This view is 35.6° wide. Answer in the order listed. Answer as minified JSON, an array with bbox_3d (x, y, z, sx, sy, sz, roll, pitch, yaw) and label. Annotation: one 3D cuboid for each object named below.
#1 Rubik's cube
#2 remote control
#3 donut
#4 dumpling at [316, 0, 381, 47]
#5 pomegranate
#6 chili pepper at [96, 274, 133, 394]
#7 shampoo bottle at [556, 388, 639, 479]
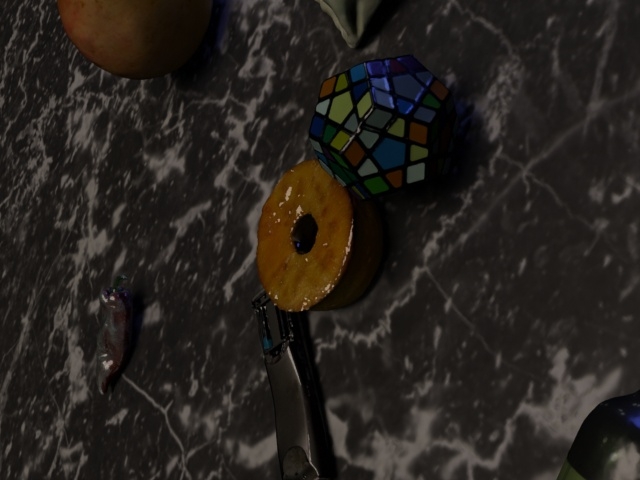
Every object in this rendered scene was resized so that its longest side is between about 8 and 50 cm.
[{"bbox_3d":[0.056,-0.096,0.857,0.133,0.133,0.112,-55,14,22],"label":"Rubik's cube"},{"bbox_3d":[-0.030,0.136,0.952,0.059,0.028,0.212,-36,54,36],"label":"remote control"},{"bbox_3d":[0.000,0.000,0.936,0.152,0.058,0.152,-19,64,45],"label":"donut"},{"bbox_3d":[0.026,-0.306,0.954,0.151,0.124,0.229,-113,26,-52],"label":"dumpling"},{"bbox_3d":[-0.219,-0.288,1.176,0.191,0.191,0.191,-17,66,45],"label":"pomegranate"},{"bbox_3d":[-0.248,0.111,1.203,0.050,0.041,0.153,-136,50,-67],"label":"chili pepper"},{"bbox_3d":[0.194,0.178,0.628,0.101,0.101,0.284,30,102,49],"label":"shampoo bottle"}]
